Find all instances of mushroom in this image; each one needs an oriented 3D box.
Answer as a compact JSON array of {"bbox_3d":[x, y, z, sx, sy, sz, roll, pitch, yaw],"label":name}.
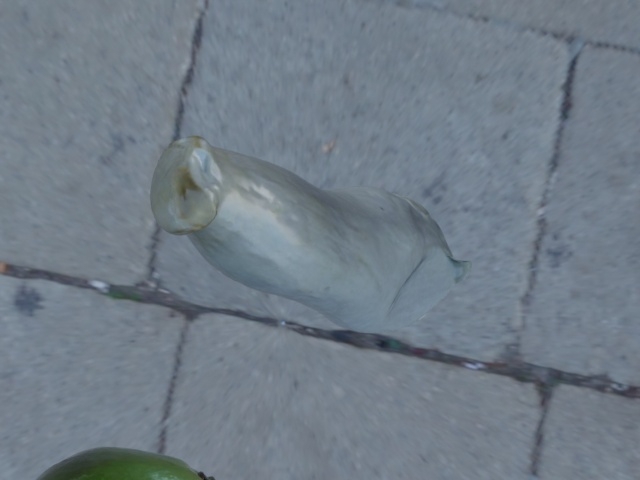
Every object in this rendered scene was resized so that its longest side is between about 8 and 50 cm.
[{"bbox_3d":[0.001,0.002,1.124,0.097,0.351,0.109,-36,67,18],"label":"mushroom"}]

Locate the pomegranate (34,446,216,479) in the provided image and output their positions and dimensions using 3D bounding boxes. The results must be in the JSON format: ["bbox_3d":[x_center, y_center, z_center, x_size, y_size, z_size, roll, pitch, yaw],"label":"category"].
[{"bbox_3d":[-0.171,0.250,1.206,0.159,0.241,0.190,38,43,-9],"label":"pomegranate"}]
